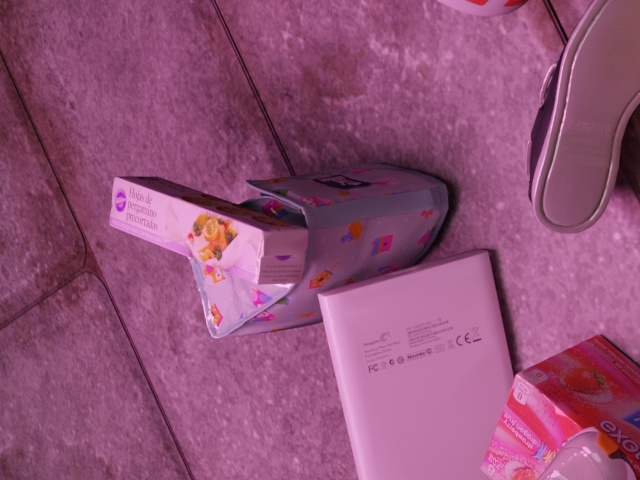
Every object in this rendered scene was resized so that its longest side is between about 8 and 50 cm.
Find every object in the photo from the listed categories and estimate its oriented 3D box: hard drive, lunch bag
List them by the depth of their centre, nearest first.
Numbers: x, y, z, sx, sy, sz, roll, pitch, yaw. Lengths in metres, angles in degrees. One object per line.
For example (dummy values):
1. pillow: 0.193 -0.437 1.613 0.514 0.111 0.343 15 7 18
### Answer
1. hard drive: 0.127 0.183 2.098 0.040 0.203 0.307 -158 54 -72
2. lunch bag: 0.000 0.000 2.137 0.262 0.223 0.160 -38 67 50

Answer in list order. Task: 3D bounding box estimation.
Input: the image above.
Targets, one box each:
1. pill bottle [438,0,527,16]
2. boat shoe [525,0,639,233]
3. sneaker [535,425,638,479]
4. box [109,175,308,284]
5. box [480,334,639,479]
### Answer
1. pill bottle: 0.212 -0.375 1.774 0.181 0.181 0.323 58 138 13
2. boat shoe: 0.277 -0.157 1.856 0.091 0.114 0.302 -101 30 -61
3. sneaker: 0.228 0.296 1.864 0.099 0.121 0.262 48 138 23
4. box: -0.132 -0.015 2.073 0.324 0.067 0.063 20 105 53
5. box: 0.335 0.261 1.936 0.300 0.142 0.154 40 132 31
